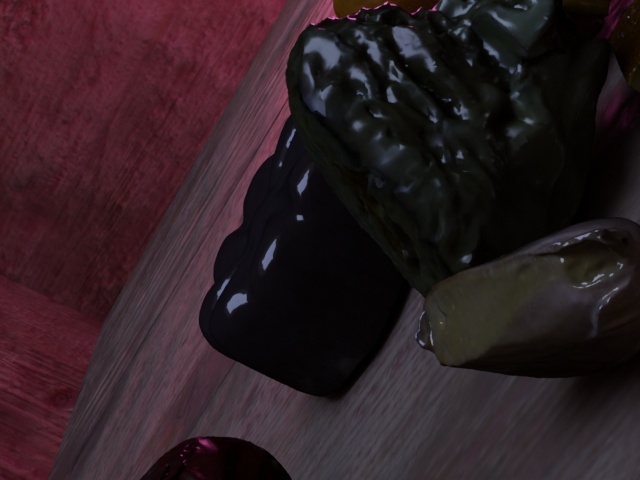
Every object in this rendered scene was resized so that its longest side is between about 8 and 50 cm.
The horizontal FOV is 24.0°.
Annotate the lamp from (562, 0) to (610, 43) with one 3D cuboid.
[{"bbox_3d":[0.168,-0.179,1.197,0.253,0.118,0.118,-57,11,0],"label":"lamp"}]

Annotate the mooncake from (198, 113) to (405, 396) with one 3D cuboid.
[{"bbox_3d":[0.000,0.000,1.507,0.306,0.154,0.306,-58,15,25],"label":"mooncake"}]

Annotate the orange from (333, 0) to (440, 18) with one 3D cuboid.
[{"bbox_3d":[0.098,-0.292,1.736,0.177,0.155,0.178,-51,29,44],"label":"orange"}]

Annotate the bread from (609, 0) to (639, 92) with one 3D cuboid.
[{"bbox_3d":[0.240,-0.153,1.044,0.090,0.035,0.094,-59,12,24],"label":"bread"}]

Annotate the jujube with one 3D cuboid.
[{"bbox_3d":[-0.101,0.289,1.276,0.183,0.183,0.243,-52,8,45],"label":"jujube"}]

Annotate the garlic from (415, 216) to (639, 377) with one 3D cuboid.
[{"bbox_3d":[0.144,0.035,0.878,0.195,0.101,0.087,-27,69,61],"label":"garlic"}]

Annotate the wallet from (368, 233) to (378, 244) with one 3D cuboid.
[{"bbox_3d":[0.135,-0.100,1.306,0.182,0.049,0.229,-11,48,63],"label":"wallet"}]

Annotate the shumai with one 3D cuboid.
[{"bbox_3d":[0.109,-0.083,1.093,0.218,0.256,0.189,-42,-16,1],"label":"shumai"}]
